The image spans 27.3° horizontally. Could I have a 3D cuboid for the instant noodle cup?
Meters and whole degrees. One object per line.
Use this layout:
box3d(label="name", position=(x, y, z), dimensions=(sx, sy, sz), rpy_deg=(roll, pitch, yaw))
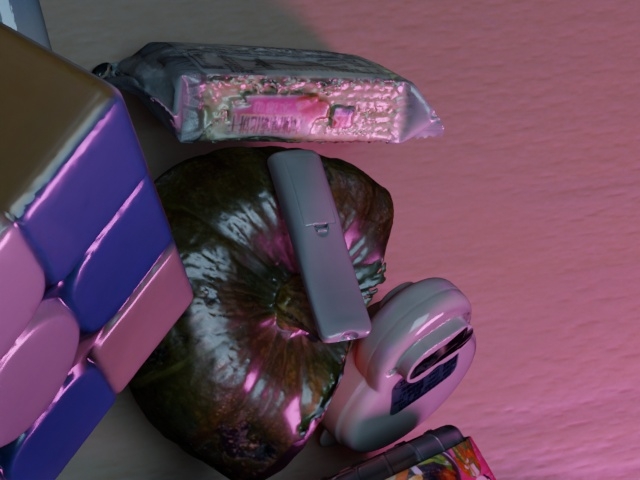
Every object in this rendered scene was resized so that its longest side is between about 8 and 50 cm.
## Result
box3d(label="instant noodle cup", position=(0.088, 0.293, 1.291), dimensions=(0.258, 0.302, 0.181), rpy_deg=(-27, 81, 12))

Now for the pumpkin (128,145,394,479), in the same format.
box3d(label="pumpkin", position=(-0.080, 0.044, 1.220), dimensions=(0.232, 0.242, 0.325), rpy_deg=(29, 69, -29))

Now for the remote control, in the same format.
box3d(label="remote control", position=(0.000, 0.000, 1.151), dimensions=(0.050, 0.027, 0.184), rpy_deg=(-8, 67, -23))

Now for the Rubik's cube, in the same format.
box3d(label="Rubik's cube", position=(-0.343, 0.023, 0.971), dimensions=(0.344, 0.346, 0.347), rpy_deg=(31, 71, 16))

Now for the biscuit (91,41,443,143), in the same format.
box3d(label="biscuit", position=(-0.051, -0.146, 1.288), dimensions=(0.309, 0.186, 0.079), rpy_deg=(-3, 110, -27))

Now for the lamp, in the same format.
box3d(label="lamp", position=(0.071, 0.113, 1.305), dimensions=(0.179, 0.246, 0.108), rpy_deg=(-35, 68, -26))

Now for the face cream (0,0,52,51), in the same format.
box3d(label="face cream", position=(-0.279, -0.139, 1.228), dimensions=(0.077, 0.077, 0.250), rpy_deg=(-16, 93, -26))
